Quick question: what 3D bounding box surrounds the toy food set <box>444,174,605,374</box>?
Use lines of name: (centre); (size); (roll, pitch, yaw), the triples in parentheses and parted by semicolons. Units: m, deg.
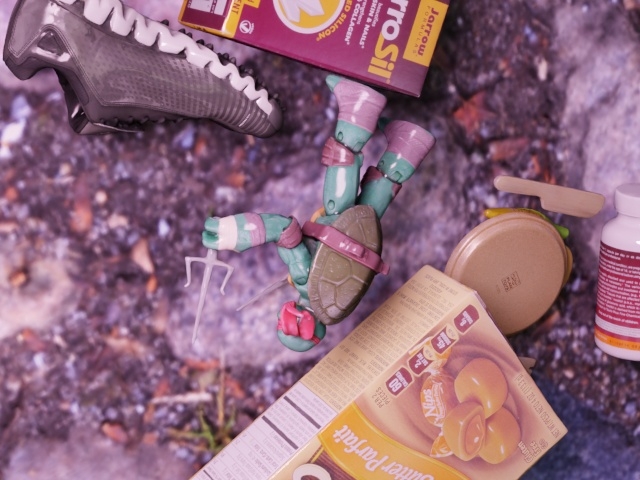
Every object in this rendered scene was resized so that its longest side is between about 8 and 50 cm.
toy food set: (0.164, 0.030, 1.417); (0.132, 0.038, 0.192); (12, 108, -27)

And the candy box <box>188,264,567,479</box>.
candy box: (0.039, 0.195, 1.342); (0.316, 0.087, 0.183); (-42, 120, -10)

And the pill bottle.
pill bottle: (0.298, 0.028, 1.460); (0.086, 0.086, 0.152); (-8, 108, -29)

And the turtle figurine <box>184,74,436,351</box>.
turtle figurine: (0.000, 0.000, 1.235); (0.234, 0.118, 0.175); (-62, 155, -6)

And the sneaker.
sneaker: (-0.135, -0.116, 1.173); (0.234, 0.078, 0.106); (28, 95, -33)

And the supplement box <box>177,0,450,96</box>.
supplement box: (-0.001, -0.186, 1.226); (0.188, 0.081, 0.104); (14, 96, -33)
